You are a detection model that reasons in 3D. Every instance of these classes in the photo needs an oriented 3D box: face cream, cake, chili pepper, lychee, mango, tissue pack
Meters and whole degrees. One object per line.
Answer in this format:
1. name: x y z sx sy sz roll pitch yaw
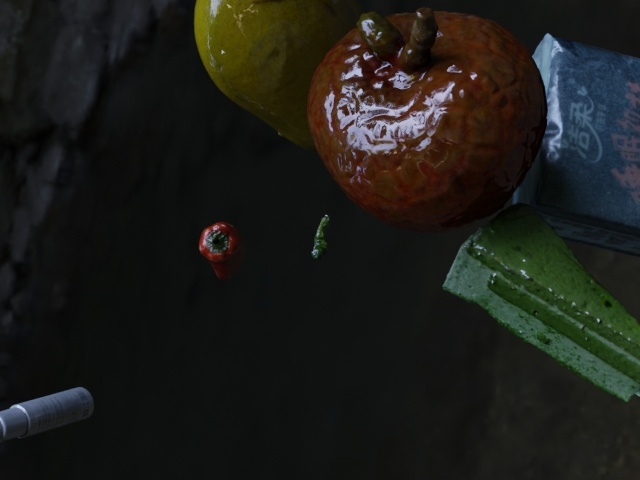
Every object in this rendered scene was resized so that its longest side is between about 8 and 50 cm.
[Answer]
1. face cream: -0.277 0.171 1.193 0.034 0.130 0.034 5 99 33
2. cake: 0.232 0.077 1.259 0.235 0.099 0.100 51 148 25
3. chili pepper: -0.156 0.015 1.986 0.272 0.071 0.063 88 159 -76
4. lychee: 0.108 -0.127 1.275 0.255 0.300 0.255 -11 61 20
5. chili pepper: 0.000 0.000 1.722 0.027 0.022 0.083 -28 33 35
6. mango: -0.049 -0.334 2.218 0.445 0.301 0.220 62 171 -32
7. tissue pack: 0.391 -0.096 1.452 0.103 0.316 0.228 126 155 -67
